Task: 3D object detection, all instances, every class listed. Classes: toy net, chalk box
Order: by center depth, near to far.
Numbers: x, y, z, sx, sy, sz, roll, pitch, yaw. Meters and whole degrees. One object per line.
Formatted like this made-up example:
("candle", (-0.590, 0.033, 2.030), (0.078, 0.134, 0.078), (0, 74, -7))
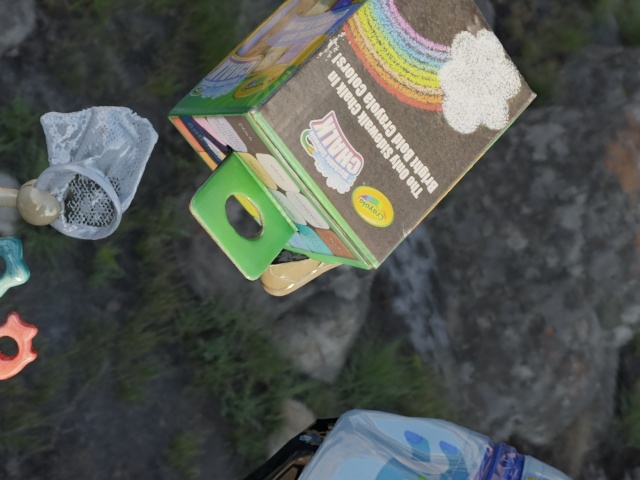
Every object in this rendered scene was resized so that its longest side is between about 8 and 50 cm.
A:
("toy net", (-0.189, 0.011, 0.730), (0.122, 0.232, 0.045), (54, 9, -7))
("chalk box", (0.004, -0.096, 1.042), (0.289, 0.179, 0.180), (-45, 113, -16))

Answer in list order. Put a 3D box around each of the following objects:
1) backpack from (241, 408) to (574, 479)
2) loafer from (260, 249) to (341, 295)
("backpack", (0.001, 0.230, 0.388), (0.290, 0.273, 0.355), (13, 88, -74))
("loafer", (0.000, 0.000, 1.195), (0.056, 0.148, 0.050), (51, -3, 33))
